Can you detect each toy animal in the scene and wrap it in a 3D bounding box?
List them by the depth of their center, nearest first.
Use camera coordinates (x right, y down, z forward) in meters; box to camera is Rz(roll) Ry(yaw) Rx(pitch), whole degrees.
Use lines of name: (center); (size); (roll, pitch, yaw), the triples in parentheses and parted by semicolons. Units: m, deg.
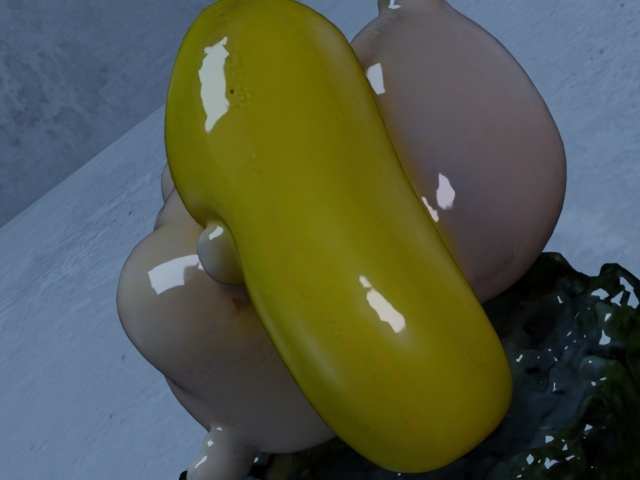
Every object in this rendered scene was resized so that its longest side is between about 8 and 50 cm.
toy animal: (-0.014, -0.017, 0.826); (0.246, 0.277, 0.345); (-30, 24, 43)

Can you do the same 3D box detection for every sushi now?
sushi: (0.098, 0.153, 0.883); (0.352, 0.178, 0.294); (-6, 39, 52)
